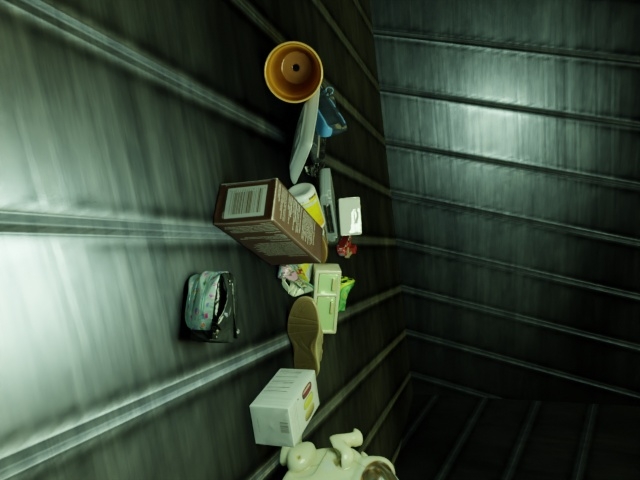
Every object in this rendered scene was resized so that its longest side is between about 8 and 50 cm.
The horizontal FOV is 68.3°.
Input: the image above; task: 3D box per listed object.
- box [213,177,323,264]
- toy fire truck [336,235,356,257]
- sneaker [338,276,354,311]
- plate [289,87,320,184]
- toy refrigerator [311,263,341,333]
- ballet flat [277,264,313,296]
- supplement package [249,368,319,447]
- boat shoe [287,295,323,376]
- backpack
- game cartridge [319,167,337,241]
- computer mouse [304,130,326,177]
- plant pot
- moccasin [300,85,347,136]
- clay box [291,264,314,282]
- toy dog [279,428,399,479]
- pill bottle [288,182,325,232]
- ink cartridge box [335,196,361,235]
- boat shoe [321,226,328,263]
[{"bbox_3d":[-0.143,-0.043,1.467,0.381,0.191,0.142,49,42,-60],"label":"box"},{"bbox_3d":[0.135,0.042,2.427,0.192,0.047,0.135,-62,144,-54],"label":"toy fire truck"},{"bbox_3d":[0.068,0.247,2.087,0.295,0.110,0.123,-43,138,-57],"label":"sneaker"},{"bbox_3d":[-0.068,-0.394,1.789,0.277,0.045,0.277,124,-24,-61],"label":"plate"},{"bbox_3d":[0.018,0.233,1.876,0.094,0.103,0.269,-109,-157,-72],"label":"toy refrigerator"},{"bbox_3d":[-0.100,0.160,1.746,0.221,0.077,0.079,50,59,-51],"label":"ballet flat"},{"bbox_3d":[-0.110,0.538,1.543,0.244,0.134,0.138,-37,122,-67],"label":"supplement package"},{"bbox_3d":[-0.051,0.355,1.781,0.110,0.122,0.340,-54,147,-67],"label":"boat shoe"},{"bbox_3d":[-0.272,0.165,1.191,0.152,0.115,0.181,57,32,-74],"label":"backpack"},{"bbox_3d":[0.036,-0.162,2.082,0.297,0.062,0.197,79,4,-49],"label":"game cartridge"},{"bbox_3d":[-0.025,-0.410,2.043,0.188,0.072,0.271,-17,115,-72],"label":"computer mouse"},{"bbox_3d":[-0.093,-0.623,1.726,0.188,0.206,0.204,-88,167,-65],"label":"plant pot"},{"bbox_3d":[0.006,-0.534,1.906,0.137,0.117,0.341,111,-36,-54],"label":"moccasin"},{"bbox_3d":[-0.084,0.047,1.814,0.127,0.053,0.221,-74,153,-42],"label":"clay box"},{"bbox_3d":[0.068,0.816,1.586,0.395,0.409,0.284,-40,124,-66],"label":"toy dog"},{"bbox_3d":[-0.052,-0.107,1.833,0.117,0.118,0.214,-70,149,-48],"label":"pill bottle"},{"bbox_3d":[0.129,-0.111,2.244,0.237,0.100,0.171,-164,-109,-87],"label":"ink cartridge box"},{"bbox_3d":[0.000,0.000,2.024,0.073,0.073,0.206,-19,105,-67],"label":"boat shoe"}]
